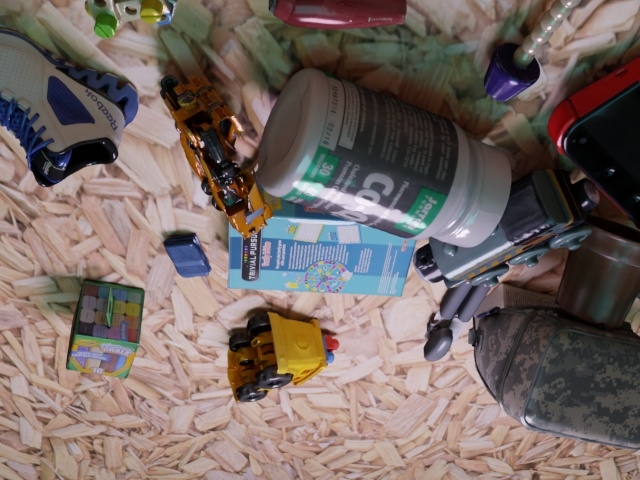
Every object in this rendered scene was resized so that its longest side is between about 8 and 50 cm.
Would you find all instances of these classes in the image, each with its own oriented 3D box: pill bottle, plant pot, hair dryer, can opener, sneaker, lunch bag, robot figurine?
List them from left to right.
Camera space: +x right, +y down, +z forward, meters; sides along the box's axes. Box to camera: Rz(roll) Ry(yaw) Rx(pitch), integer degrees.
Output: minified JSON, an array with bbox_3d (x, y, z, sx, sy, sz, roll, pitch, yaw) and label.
[{"bbox_3d":[-0.427,-0.188,1.618,0.315,0.182,0.127,17,142,-23],"label":"sneaker"},{"bbox_3d":[-0.163,-0.139,1.702,0.085,0.211,0.291,-31,147,-10],"label":"robot figurine"},{"bbox_3d":[0.012,-0.366,1.433,0.223,0.080,0.293,-24,140,31],"label":"hair dryer"},{"bbox_3d":[0.103,-0.118,1.690,0.361,0.204,0.204,17,143,-23],"label":"pill bottle"},{"bbox_3d":[0.281,0.151,2.202,0.074,0.093,0.280,8,141,-10],"label":"can opener"},{"bbox_3d":[0.449,0.230,1.989,0.305,0.212,0.256,12,-172,-19],"label":"lunch bag"},{"bbox_3d":[0.503,0.057,1.919,0.167,0.167,0.165,13,104,-18],"label":"plant pot"}]

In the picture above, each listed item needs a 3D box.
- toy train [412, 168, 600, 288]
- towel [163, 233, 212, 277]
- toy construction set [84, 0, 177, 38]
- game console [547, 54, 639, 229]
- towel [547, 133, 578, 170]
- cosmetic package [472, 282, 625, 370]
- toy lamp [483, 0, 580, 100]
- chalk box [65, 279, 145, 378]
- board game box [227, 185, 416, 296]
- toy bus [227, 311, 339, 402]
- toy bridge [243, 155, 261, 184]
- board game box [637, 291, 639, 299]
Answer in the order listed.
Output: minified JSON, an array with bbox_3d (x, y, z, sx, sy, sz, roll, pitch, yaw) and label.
[{"bbox_3d":[0.311,-0.017,1.856,0.334,0.142,0.190,-29,162,37],"label":"toy train"},{"bbox_3d":[-0.255,0.030,2.079,0.067,0.029,0.119,-5,147,9],"label":"towel"},{"bbox_3d":[-0.365,-0.346,1.428,0.328,0.151,0.215,-12,146,0],"label":"toy construction set"},{"bbox_3d":[0.582,-0.174,1.716,0.342,0.060,0.386,-34,135,25],"label":"game console"},{"bbox_3d":[0.454,-0.164,1.774,0.148,0.027,0.110,-13,143,20],"label":"towel"},{"bbox_3d":[0.471,0.207,2.222,0.296,0.153,0.129,15,145,-17],"label":"cosmetic package"},{"bbox_3d":[0.315,-0.298,1.532,0.080,0.080,0.274,12,144,-16],"label":"toy lamp"},{"bbox_3d":[-0.432,0.171,2.202,0.132,0.132,0.213,11,146,-15],"label":"chalk box"},{"bbox_3d":[0.000,0.000,1.983,0.336,0.079,0.254,3,146,-3],"label":"board game box"},{"bbox_3d":[-0.074,0.252,2.330,0.211,0.149,0.220,3,152,-33],"label":"toy bus"},{"bbox_3d":[-0.063,-0.141,1.820,0.188,0.026,0.063,-22,138,30],"label":"toy bridge"},{"bbox_3d":[0.672,0.043,2.051,0.194,0.060,0.194,-24,139,30],"label":"board game box"}]
